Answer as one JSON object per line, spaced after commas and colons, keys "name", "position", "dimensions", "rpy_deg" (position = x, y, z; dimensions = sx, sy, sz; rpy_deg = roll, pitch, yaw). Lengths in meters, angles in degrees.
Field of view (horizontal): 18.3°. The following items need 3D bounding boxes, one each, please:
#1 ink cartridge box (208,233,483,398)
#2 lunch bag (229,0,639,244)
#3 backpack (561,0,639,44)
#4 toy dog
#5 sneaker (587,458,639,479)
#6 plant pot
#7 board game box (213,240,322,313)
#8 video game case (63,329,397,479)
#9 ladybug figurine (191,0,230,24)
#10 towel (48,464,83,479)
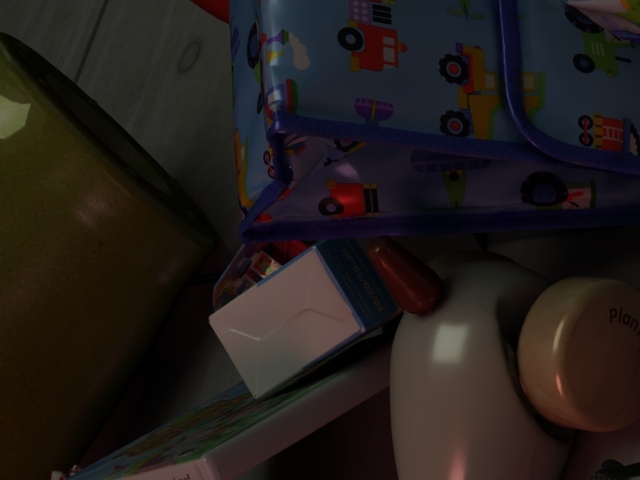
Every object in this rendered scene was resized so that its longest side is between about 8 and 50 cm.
{"name": "ink cartridge box", "position": [0.028, 0.023, 1.237], "dimensions": [0.104, 0.061, 0.181], "rpy_deg": [-34, -3, 39]}
{"name": "lunch bag", "position": [0.102, -0.119, 1.102], "dimensions": [0.138, 0.293, 0.221], "rpy_deg": [112, 157, -62]}
{"name": "backpack", "position": [0.236, -0.253, 1.001], "dimensions": [0.290, 0.273, 0.355], "rpy_deg": [2, 104, 57]}
{"name": "toy dog", "position": [0.051, 0.132, 1.061], "dimensions": [0.220, 0.161, 0.333], "rpy_deg": [-24, 46, 47]}
{"name": "sneaker", "position": [0.154, 0.186, 0.932], "dimensions": [0.227, 0.087, 0.130], "rpy_deg": [-56, 27, 1]}
{"name": "plant pot", "position": [-0.278, 0.044, 1.512], "dimensions": [0.353, 0.366, 0.366], "rpy_deg": [-45, 31, 4]}
{"name": "board game box", "position": [0.000, 0.000, 1.327], "dimensions": [0.033, 0.133, 0.168], "rpy_deg": [39, 100, 22]}
{"name": "video game case", "position": [-0.047, 0.111, 1.233], "dimensions": [0.212, 0.023, 0.193], "rpy_deg": [-28, 5, -40]}
{"name": "ladybug figurine", "position": [0.050, -0.250, 1.320], "dimensions": [0.305, 0.162, 0.449], "rpy_deg": [-26, 1, -37]}
{"name": "towel", "position": [-0.151, 0.295, 1.264], "dimensions": [0.329, 0.037, 0.237], "rpy_deg": [-150, 71, -71]}
